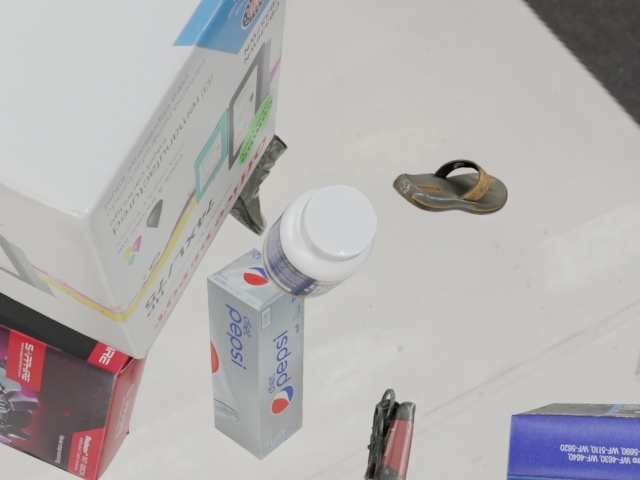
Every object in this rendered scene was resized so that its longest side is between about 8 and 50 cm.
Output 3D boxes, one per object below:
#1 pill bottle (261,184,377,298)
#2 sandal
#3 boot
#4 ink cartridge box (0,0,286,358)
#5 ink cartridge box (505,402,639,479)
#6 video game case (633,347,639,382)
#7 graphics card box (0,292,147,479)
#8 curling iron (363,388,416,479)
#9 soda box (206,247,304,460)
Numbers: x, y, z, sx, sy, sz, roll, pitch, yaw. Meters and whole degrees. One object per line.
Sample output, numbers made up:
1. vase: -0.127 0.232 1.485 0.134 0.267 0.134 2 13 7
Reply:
1. pill bottle: 0.000 0.000 0.988 0.094 0.169 0.094 3 77 -13
2. sandal: 0.185 -0.081 1.341 0.219 0.060 0.090 1 32 -43
3. boot: -0.110 -0.111 1.767 0.083 0.246 0.161 38 84 24
4. ink cartridge box: -0.149 -0.086 0.566 0.197 0.270 0.198 27 71 5
5. ink cartridge box: 0.285 0.198 0.976 0.165 0.332 0.065 -1 85 20
6. video game case: 0.463 0.077 1.296 0.025 0.285 0.204 14 79 10
7. graphics card box: -0.389 0.118 1.134 0.370 0.233 0.094 24 44 2
8. curling iron: 0.039 0.239 0.717 0.035 0.068 0.274 9 60 2
9. soda box: -0.086 0.158 1.346 0.098 0.286 0.091 30 46 30
